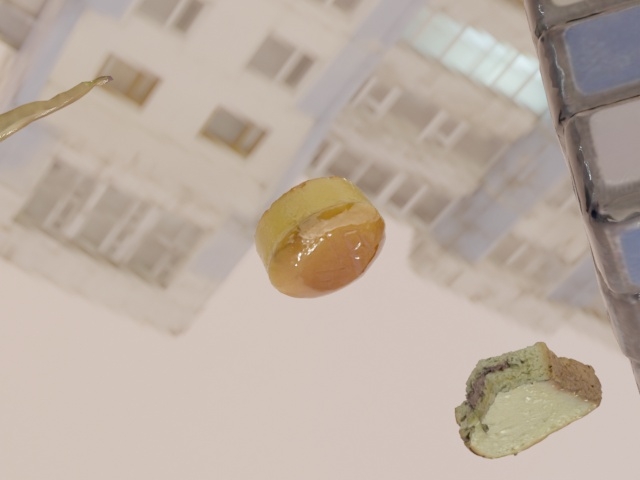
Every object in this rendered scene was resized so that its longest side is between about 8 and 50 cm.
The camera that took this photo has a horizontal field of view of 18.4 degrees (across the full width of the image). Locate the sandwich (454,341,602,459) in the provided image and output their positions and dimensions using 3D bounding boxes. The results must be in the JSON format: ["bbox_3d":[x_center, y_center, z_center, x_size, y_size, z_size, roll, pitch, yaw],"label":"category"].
[{"bbox_3d":[0.135,0.114,1.393,0.093,0.105,0.035,24,-140,-43],"label":"sandwich"}]

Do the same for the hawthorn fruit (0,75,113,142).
[{"bbox_3d":[-0.121,0.005,0.335,0.140,0.125,0.125,6,-139,24],"label":"hawthorn fruit"}]

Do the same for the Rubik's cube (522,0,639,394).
[{"bbox_3d":[0.261,-0.070,0.955,0.293,0.292,0.287,-15,-131,8],"label":"Rubik's cube"}]

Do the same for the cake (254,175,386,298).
[{"bbox_3d":[0.000,0.000,1.255,0.084,0.084,0.044,-4,-136,-35],"label":"cake"}]
